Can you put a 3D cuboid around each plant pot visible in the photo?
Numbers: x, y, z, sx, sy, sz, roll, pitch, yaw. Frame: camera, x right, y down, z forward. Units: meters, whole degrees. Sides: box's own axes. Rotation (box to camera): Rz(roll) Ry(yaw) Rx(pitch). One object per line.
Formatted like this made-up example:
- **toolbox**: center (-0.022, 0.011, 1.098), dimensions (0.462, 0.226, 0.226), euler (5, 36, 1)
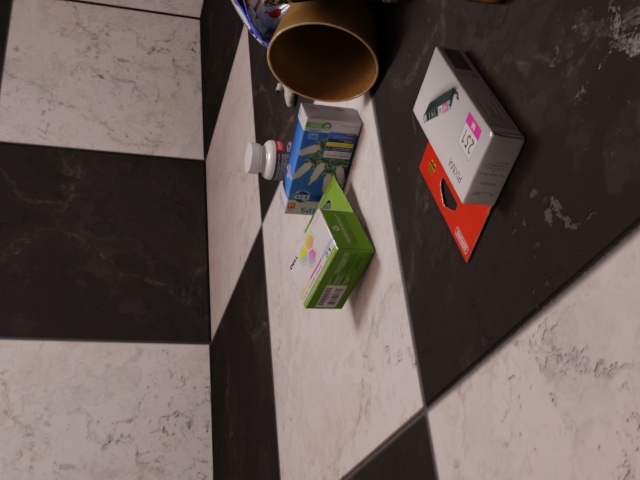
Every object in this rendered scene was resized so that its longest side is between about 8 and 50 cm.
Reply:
- **plant pot**: center (0.027, -0.473, 1.728), dimensions (0.237, 0.237, 0.254), euler (123, 163, -58)

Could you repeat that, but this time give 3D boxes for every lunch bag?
- **lunch bag**: center (-0.150, -0.745, 2.267), dimensions (0.328, 0.239, 0.385), euler (-108, 19, -75)

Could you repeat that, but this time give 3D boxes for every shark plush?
- **shark plush**: center (-0.095, -0.480, 2.363), dimensions (0.067, 0.073, 0.161), euler (53, -153, -68)

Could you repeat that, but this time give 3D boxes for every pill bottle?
- **pill bottle**: center (-0.105, -0.211, 2.112), dimensions (0.108, 0.180, 0.107), euler (-177, 90, -73)

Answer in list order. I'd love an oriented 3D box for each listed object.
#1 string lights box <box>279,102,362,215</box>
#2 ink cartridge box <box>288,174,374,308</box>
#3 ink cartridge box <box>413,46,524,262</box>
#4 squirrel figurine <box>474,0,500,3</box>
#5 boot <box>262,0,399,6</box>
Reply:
- **string lights box**: center (-0.004, -0.184, 1.856), dimensions (0.076, 0.134, 0.259), euler (-110, 28, -51)
- **ink cartridge box**: center (0.000, 0.000, 1.768), dimensions (0.188, 0.097, 0.255), euler (-63, 38, 35)
- **ink cartridge box**: center (0.211, -0.142, 1.279), dimensions (0.275, 0.060, 0.238), euler (-106, 27, -48)
- **squirrel figurine**: center (0.151, -0.592, 1.231), dimensions (0.397, 0.281, 0.370), euler (-133, 55, -64)
- **boot**: center (0.005, -0.609, 1.635), dimensions (0.138, 0.284, 0.377), euler (87, 175, -54)
